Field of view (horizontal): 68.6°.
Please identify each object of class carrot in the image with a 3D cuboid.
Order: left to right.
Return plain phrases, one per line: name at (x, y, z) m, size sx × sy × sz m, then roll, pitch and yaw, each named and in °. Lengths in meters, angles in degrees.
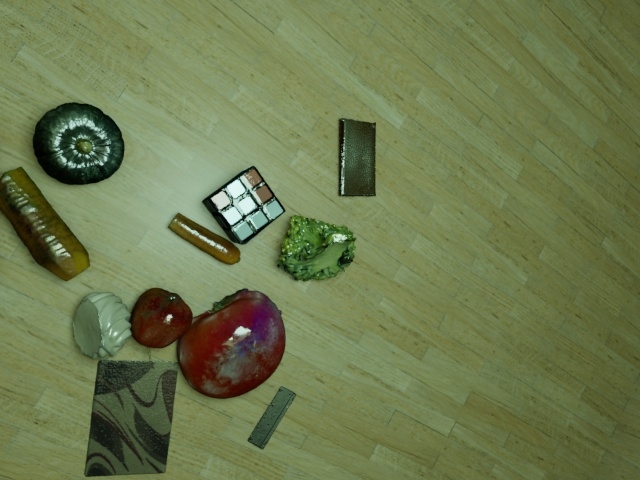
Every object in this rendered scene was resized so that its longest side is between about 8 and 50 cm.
carrot at (-0.708, -0.034, 1.185) m, size 0.114 × 0.114 × 0.301 m, roll -36°, pitch 101°, yaw -15°
carrot at (-0.326, 0.002, 1.346) m, size 0.225 × 0.067 × 0.067 m, roll 32°, pitch 82°, yaw -16°

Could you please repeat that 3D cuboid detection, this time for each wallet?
wallet at (0.117, -0.263, 1.507) m, size 0.133 × 0.039 × 0.243 m, roll -2°, pitch 93°, yaw -26°

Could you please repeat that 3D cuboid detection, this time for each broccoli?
broccoli at (-0.006, -0.006, 1.383) m, size 0.243 × 0.273 × 0.180 m, roll 2°, pitch 59°, yaw -21°

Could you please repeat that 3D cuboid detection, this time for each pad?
pad at (-0.532, 0.504, 1.328) m, size 0.220 × 0.004 × 0.330 m, roll 6°, pitch 90°, yaw -20°

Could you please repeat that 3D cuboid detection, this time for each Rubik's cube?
Rubik's cube at (-0.219, -0.097, 1.329) m, size 0.162 × 0.161 × 0.163 m, roll -37°, pitch 104°, yaw -15°

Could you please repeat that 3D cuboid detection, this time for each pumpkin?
pumpkin at (-0.608, -0.241, 1.189) m, size 0.212 × 0.152 × 0.211 m, roll -3°, pitch 99°, yaw -20°

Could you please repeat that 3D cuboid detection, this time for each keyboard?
keyboard at (-0.150, 0.550, 1.461) m, size 0.060 × 0.018 × 0.195 m, roll 35°, pitch 81°, yaw -10°

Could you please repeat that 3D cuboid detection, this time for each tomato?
tomato at (-0.230, 0.314, 1.339) m, size 0.335 × 0.176 × 0.289 m, roll -28°, pitch 104°, yaw -17°

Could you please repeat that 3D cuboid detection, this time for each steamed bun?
steamed bun at (-0.563, 0.224, 1.229) m, size 0.106 × 0.183 × 0.182 m, roll -7°, pitch 96°, yaw -53°

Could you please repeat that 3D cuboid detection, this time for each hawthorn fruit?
hawthorn fruit at (-0.451, 0.236, 1.280) m, size 0.163 × 0.162 × 0.203 m, roll 32°, pitch 96°, yaw -18°
